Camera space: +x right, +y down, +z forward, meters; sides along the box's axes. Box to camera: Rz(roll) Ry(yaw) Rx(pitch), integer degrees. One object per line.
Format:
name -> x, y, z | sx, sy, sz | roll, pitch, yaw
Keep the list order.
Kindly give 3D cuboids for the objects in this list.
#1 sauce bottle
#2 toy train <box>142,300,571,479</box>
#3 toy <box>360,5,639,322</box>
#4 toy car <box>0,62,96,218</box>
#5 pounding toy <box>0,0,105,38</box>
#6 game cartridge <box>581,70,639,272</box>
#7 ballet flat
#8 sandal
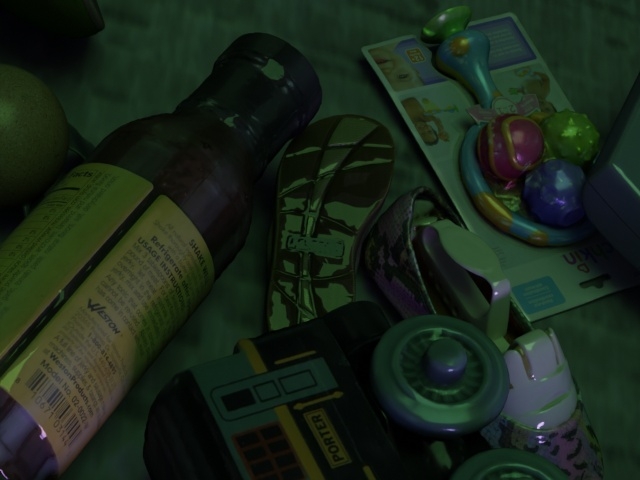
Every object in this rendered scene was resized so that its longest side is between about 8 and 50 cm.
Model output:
sauce bottle -> -0.111, 0.007, 0.932 | 0.111, 0.111, 0.344 | 34, 55, 8
toy train -> 0.041, 0.181, 0.849 | 0.190, 0.142, 0.334 | -15, 58, -22
toy -> 0.142, -0.069, 1.124 | 0.137, 0.056, 0.237 | -16, 61, -27
toy car -> -0.211, -0.060, 0.976 | 0.188, 0.149, 0.155 | 33, 48, -31
pounding toy -> -0.233, -0.220, 1.059 | 0.110, 0.183, 0.237 | -23, 61, -3
game cartridge -> 0.321, 0.002, 1.109 | 0.297, 0.062, 0.198 | 36, 53, -3
ballet flat -> 0.103, 0.058, 0.999 | 0.077, 0.079, 0.221 | -20, 63, -31
sandal -> 0.000, 0.000, 1.033 | 0.072, 0.049, 0.180 | 12, 66, -3
